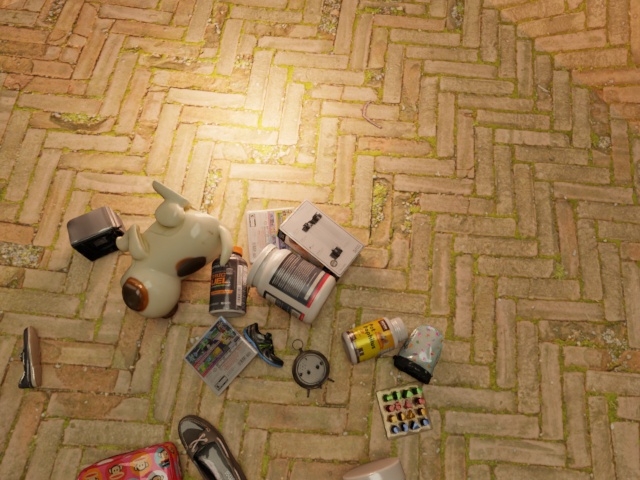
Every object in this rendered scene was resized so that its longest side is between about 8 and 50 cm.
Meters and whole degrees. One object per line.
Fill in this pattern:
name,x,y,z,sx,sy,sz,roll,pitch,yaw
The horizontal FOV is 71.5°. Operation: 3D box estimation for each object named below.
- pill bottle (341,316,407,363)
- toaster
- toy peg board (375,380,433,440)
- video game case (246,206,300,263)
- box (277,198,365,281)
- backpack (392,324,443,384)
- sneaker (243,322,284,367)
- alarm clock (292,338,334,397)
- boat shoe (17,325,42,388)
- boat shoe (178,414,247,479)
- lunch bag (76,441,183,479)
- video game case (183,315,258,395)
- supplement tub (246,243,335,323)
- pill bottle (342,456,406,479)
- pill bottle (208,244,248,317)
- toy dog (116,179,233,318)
pill bottle,0.189,0.341,1.551,0.214,0.117,0.117,-18,72,-10
toaster,-0.785,-0.024,1.594,0.185,0.168,0.110,-25,73,-11
toy peg board,0.288,0.571,1.495,0.161,0.079,0.161,-11,71,-7
video game case,-0.183,-0.021,1.708,0.193,0.023,0.213,-6,70,-5
box,0.000,0.000,1.661,0.290,0.087,0.169,38,68,5
backpack,0.356,0.385,1.548,0.152,0.115,0.182,30,68,10
sneaker,-0.191,0.363,1.545,0.078,0.067,0.188,-41,74,-10
alarm clock,-0.043,0.428,1.537,0.129,0.064,0.192,-28,71,-12
boat shoe,-0.980,0.390,1.483,0.064,0.075,0.206,-12,76,-11
boat shoe,-0.337,0.690,1.403,0.112,0.095,0.335,-39,77,-15
lunch bag,-0.568,0.779,1.351,0.293,0.120,0.258,-15,76,-7
video game case,-0.342,0.391,1.518,0.183,0.023,0.201,43,92,11
supplement tub,-0.101,0.150,1.562,0.272,0.191,0.191,31,71,7
pill bottle,0.208,0.873,1.305,0.224,0.224,0.392,-14,72,-8
pill bottle,-0.325,0.142,1.584,0.130,0.130,0.246,0,70,-4
toy dog,-0.511,0.073,1.531,0.395,0.284,0.408,31,82,16
